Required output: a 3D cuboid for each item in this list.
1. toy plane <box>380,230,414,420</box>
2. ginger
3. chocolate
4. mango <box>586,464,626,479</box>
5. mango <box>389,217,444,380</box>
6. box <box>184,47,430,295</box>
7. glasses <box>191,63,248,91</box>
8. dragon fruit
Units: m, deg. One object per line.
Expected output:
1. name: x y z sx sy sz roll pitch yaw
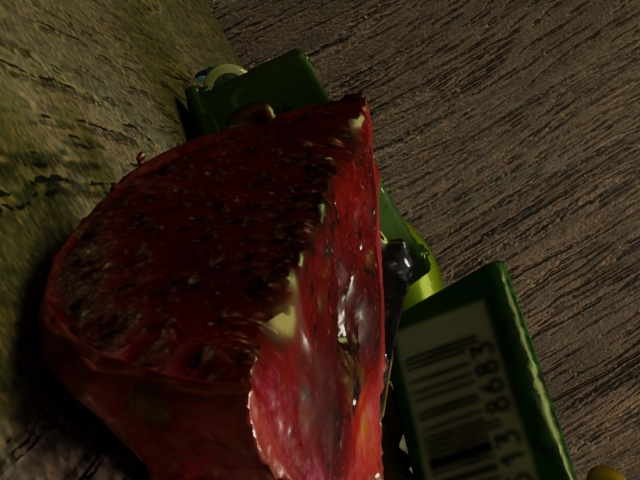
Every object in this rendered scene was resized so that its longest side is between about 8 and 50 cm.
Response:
1. toy plane: -0.003 0.104 0.676 0.103 0.204 0.316 -49 136 -43
2. ginger: 0.070 0.215 1.059 0.149 0.065 0.259 61 1 -39
3. chocolate: 0.195 0.266 0.996 0.341 0.161 0.360 65 11 -52
4. mango: 0.330 0.328 0.957 0.098 0.075 0.190 130 -57 -79
5. mango: 0.076 0.057 1.215 0.149 0.186 0.273 8 18 -33
6. box: -0.014 -0.060 1.083 0.253 0.177 0.329 59 5 -41
7. glasses: -0.113 -0.189 1.362 0.190 0.088 0.220 58 5 -22
8. dragon fruit: -0.038 0.066 0.459 0.262 0.134 0.212 -66 143 -60
